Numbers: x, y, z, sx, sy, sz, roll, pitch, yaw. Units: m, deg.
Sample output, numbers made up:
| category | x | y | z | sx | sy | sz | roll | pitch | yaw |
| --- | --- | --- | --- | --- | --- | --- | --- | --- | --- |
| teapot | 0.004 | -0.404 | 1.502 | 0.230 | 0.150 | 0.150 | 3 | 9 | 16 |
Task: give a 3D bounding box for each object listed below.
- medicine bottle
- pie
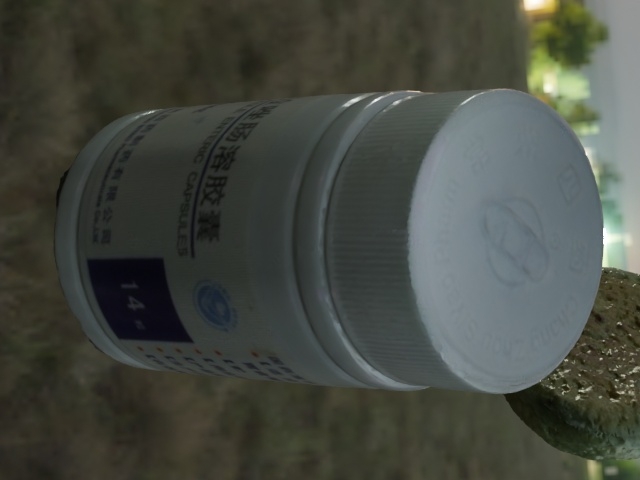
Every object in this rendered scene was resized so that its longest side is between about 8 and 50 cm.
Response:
| category | x | y | z | sx | sy | sz | roll | pitch | yaw |
| --- | --- | --- | --- | --- | --- | --- | --- | --- | --- |
| medicine bottle | 0.000 | 0.000 | 1.097 | 0.190 | 0.332 | 0.190 | 0 | 90 | -48 |
| pie | 0.307 | 0.128 | 1.773 | 0.277 | 0.277 | 0.078 | -82 | 172 | -56 |
